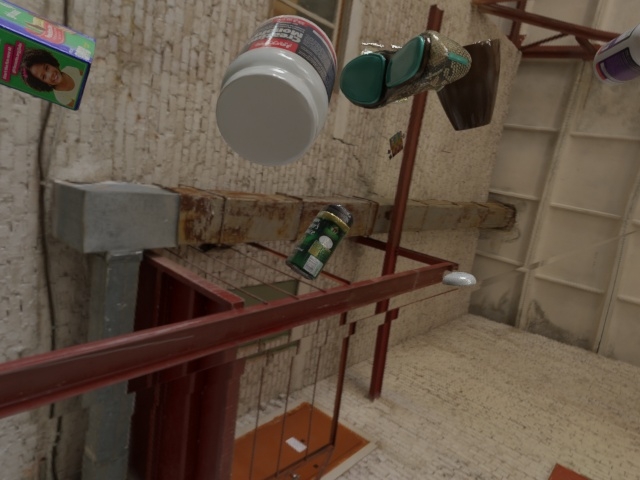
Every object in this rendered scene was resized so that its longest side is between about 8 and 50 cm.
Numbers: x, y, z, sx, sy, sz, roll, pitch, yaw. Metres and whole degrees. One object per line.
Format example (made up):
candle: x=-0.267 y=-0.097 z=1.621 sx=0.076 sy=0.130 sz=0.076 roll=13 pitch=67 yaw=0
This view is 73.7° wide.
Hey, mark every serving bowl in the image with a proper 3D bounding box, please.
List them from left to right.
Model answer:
serving bowl: x=0.350 y=0.096 z=1.081 sx=0.083 sy=0.083 sz=0.027 roll=-1 pitch=-88 yaw=40

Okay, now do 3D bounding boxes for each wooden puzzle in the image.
wooden puzzle: x=0.188 y=-0.239 z=1.059 sx=0.006 sy=0.083 sz=0.049 roll=18 pitch=-43 yaw=37

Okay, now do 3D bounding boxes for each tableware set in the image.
tableware set: x=0.230 y=-0.619 z=1.477 sx=0.039 sy=0.194 sz=0.128 roll=103 pitch=-11 yaw=-62

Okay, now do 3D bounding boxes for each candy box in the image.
candy box: x=-0.653 y=-0.415 z=0.881 sx=0.122 sy=0.317 sz=0.268 roll=-62 pitch=-145 yaw=21

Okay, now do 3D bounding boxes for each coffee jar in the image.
coffee jar: x=0.000 y=0.000 z=1.001 sx=0.184 sy=0.079 sz=0.096 roll=-55 pitch=-166 yaw=-13

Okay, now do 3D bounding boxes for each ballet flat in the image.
ballet flat: x=0.220 y=-0.437 z=1.154 sx=0.483 sy=0.182 sz=0.163 roll=-152 pitch=-111 yaw=-66

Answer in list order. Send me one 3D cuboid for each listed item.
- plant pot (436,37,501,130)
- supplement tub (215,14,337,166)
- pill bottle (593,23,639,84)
plant pot: x=0.445 y=-0.459 z=1.292 sx=0.215 sy=0.215 sz=0.230 roll=-1 pitch=-71 yaw=40
supplement tub: x=-0.074 y=-0.283 z=0.794 sx=0.191 sy=0.191 sz=0.272 roll=-38 pitch=-152 yaw=35
pill bottle: x=0.730 y=-0.432 z=0.969 sx=0.108 sy=0.193 sz=0.108 roll=0 pitch=-86 yaw=0
